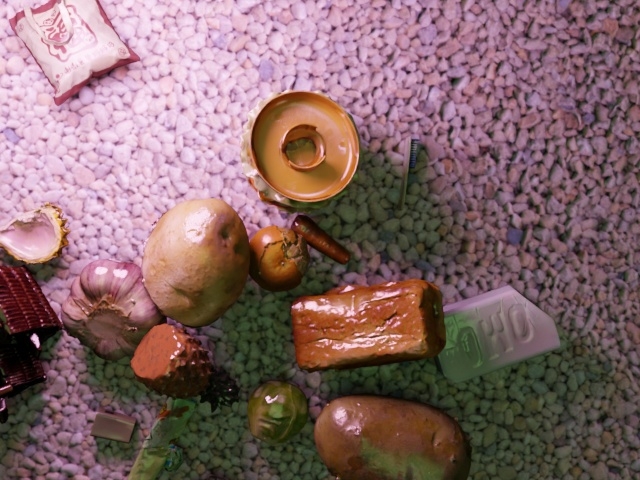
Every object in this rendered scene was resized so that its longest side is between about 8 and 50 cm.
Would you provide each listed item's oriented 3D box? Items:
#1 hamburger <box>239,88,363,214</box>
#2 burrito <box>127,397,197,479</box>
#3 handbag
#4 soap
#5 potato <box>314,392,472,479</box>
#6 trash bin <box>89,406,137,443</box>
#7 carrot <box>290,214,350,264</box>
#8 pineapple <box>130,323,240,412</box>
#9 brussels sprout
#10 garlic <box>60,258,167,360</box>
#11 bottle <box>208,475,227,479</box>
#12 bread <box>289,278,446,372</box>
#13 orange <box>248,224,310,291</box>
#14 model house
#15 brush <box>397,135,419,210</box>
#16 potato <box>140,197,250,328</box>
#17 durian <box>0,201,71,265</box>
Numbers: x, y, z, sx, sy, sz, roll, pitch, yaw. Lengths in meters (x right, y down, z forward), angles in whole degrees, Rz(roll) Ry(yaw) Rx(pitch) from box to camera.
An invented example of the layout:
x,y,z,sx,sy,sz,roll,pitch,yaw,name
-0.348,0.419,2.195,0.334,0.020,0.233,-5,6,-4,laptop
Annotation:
x,y,z,sx,sy,sz,roll,pitch,yaw,name
-0.051,-0.193,1.510,0.275,0.212,0.274,0,87,-10,hamburger
-0.364,0.486,1.601,0.104,0.054,0.288,28,89,-6,burrito
-0.554,-0.446,1.512,0.213,0.127,0.235,-33,92,0,handbag
0.402,0.216,1.614,0.290,0.095,0.172,-17,94,-3,soap
0.156,0.491,1.555,0.359,0.219,0.269,14,82,3,potato
-0.484,0.436,1.596,0.092,0.043,0.060,17,91,-8,trash bin
0.000,0.000,1.605,0.161,0.055,0.055,38,90,-11,carrot
-0.283,0.296,1.522,0.158,0.158,0.279,-48,137,-1,pineapple
-0.102,0.400,1.580,0.155,0.117,0.155,1,85,-11,brussels sprout
-0.457,0.145,1.531,0.245,0.160,0.244,2,120,4,garlic
-0.263,0.726,1.542,0.229,0.229,0.351,22,83,-4,bottle
0.106,0.192,1.536,0.344,0.149,0.195,-9,78,19,bread
-0.099,0.039,1.557,0.157,0.134,0.156,-7,107,-22,orange
-0.689,0.220,1.477,0.283,0.297,0.317,-27,88,-46,model house
0.208,-0.159,1.619,0.030,0.033,0.178,5,92,-18,brush
-0.251,0.028,1.469,0.243,0.242,0.285,4,65,-4,potato
-0.667,-0.012,1.552,0.224,0.078,0.140,-10,105,7,durian
